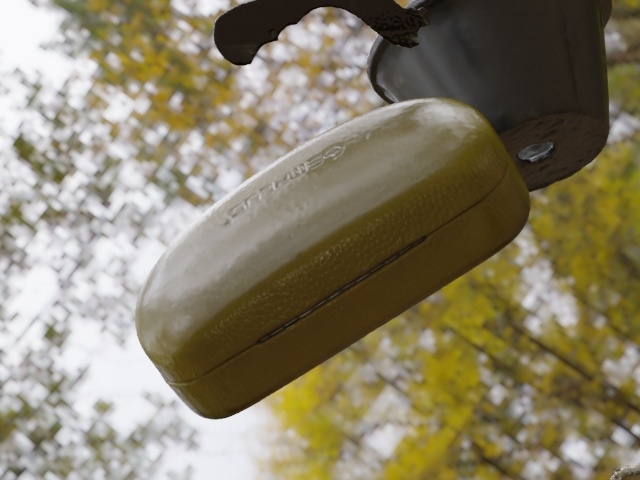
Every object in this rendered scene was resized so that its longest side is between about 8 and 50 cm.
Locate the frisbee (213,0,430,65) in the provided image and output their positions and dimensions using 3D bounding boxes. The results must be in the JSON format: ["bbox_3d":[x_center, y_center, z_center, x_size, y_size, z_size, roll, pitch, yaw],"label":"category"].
[{"bbox_3d":[0.015,-0.226,1.746,0.187,0.012,0.211,30,-78,-20],"label":"frisbee"}]

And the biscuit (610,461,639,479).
[{"bbox_3d":[0.386,0.255,2.045,0.152,0.152,0.020,35,-132,-60],"label":"biscuit"}]

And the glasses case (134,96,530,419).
[{"bbox_3d":[0.000,0.000,1.721,0.371,0.173,0.141,-32,-64,6],"label":"glasses case"}]

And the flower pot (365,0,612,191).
[{"bbox_3d":[0.197,-0.152,1.953,0.269,0.166,0.269,-17,-24,-8],"label":"flower pot"}]
